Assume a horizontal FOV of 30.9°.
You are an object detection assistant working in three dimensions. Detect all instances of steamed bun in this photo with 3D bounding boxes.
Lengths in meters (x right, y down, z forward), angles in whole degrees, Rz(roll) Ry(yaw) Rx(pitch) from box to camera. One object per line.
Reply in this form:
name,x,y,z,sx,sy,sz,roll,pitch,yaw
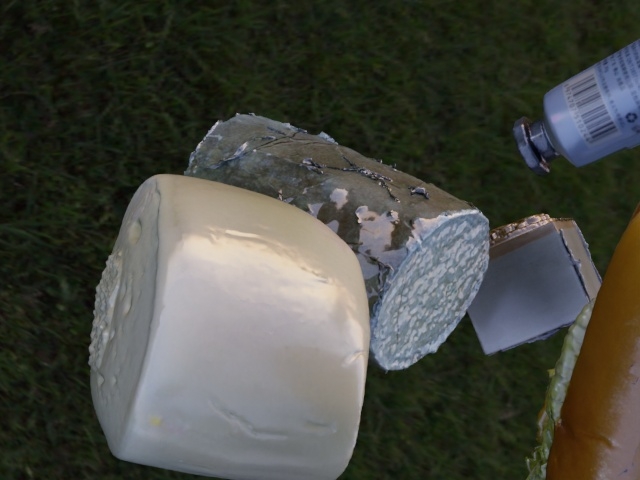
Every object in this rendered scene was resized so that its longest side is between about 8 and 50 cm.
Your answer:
steamed bun,-0.058,0.053,0.837,0.200,0.250,0.155,13,125,-20

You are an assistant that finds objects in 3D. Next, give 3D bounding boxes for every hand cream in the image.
hand cream,0.255,-0.117,0.761,0.058,0.271,0.091,7,60,-59

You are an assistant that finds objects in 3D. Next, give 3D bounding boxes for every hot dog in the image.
hot dog,0.163,0.125,0.648,0.135,0.100,0.337,-36,139,-63

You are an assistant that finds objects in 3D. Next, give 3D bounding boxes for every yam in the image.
yam,0.000,0.000,1.306,0.241,0.348,0.241,-31,132,-42

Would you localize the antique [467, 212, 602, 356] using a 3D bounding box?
antique,0.261,0.049,1.434,0.148,0.151,0.146,68,19,8
